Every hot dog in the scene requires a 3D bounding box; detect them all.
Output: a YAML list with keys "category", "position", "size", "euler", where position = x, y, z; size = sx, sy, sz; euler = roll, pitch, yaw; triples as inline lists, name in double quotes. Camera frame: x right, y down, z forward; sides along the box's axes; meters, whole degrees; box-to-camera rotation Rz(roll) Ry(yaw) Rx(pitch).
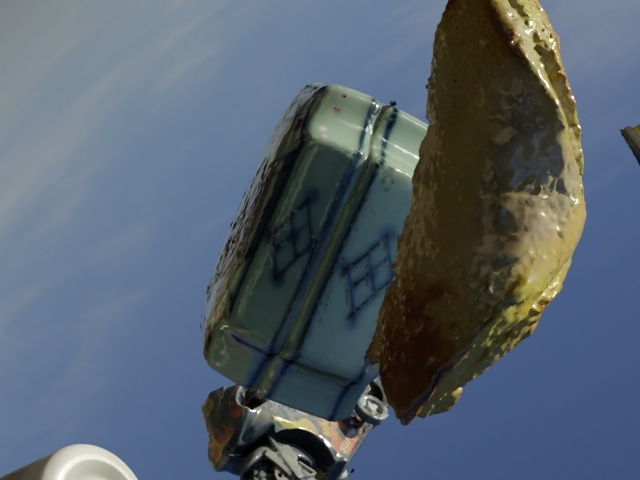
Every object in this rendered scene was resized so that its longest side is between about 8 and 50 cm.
- category: "hot dog"
  position: [0.066, -0.011, 0.542]
  size: [0.078, 0.061, 0.169]
  euler: [11, -92, 56]

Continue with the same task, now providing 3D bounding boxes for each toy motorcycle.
- category: "toy motorcycle"
  position: [-0.030, 0.192, 1.571]
  size: [0.108, 0.173, 0.307]
  euler: [-62, 174, 26]

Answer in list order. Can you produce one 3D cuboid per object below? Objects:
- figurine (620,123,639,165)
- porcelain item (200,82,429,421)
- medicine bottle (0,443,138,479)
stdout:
- category: "figurine"
  position: [0.429, -0.090, 1.281]
  size: [0.308, 0.308, 0.143]
  euler: [-42, -175, 4]
- category: "porcelain item"
  position: [0.000, 0.000, 1.341]
  size: [0.281, 0.157, 0.285]
  euler: [-116, -130, -82]
- category: "medicine bottle"
  position: [-0.211, 0.214, 0.999]
  size: [0.187, 0.103, 0.103]
  euler: [-26, -158, 32]
